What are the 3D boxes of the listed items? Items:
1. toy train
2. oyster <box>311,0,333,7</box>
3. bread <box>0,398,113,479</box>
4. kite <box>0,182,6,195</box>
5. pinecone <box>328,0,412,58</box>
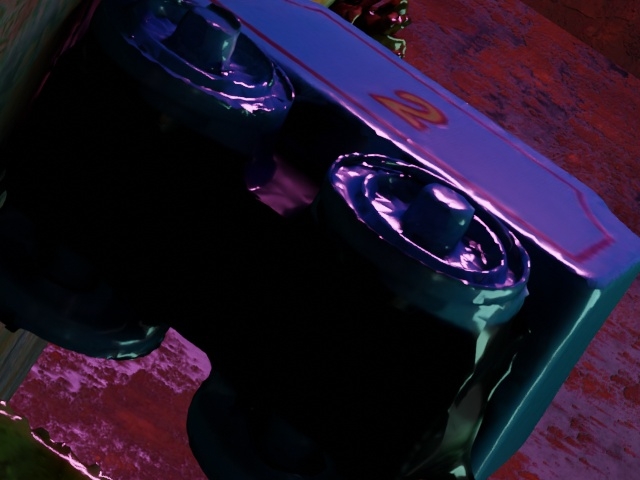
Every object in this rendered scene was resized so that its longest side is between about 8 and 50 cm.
[{"bbox_3d":[0.000,0.000,0.844,0.188,0.300,0.265,-60,164,23],"label":"toy train"},{"bbox_3d":[-0.003,-0.227,1.084,0.271,0.100,0.275,-58,171,27],"label":"oyster"},{"bbox_3d":[-0.242,0.289,0.868,0.361,0.233,0.245,-52,-173,18],"label":"bread"},{"bbox_3d":[-0.134,-0.084,0.940,0.229,0.012,0.250,-54,-176,48],"label":"kite"},{"bbox_3d":[-0.004,-0.215,1.623,0.207,0.208,0.208,-57,-176,6],"label":"pinecone"}]
